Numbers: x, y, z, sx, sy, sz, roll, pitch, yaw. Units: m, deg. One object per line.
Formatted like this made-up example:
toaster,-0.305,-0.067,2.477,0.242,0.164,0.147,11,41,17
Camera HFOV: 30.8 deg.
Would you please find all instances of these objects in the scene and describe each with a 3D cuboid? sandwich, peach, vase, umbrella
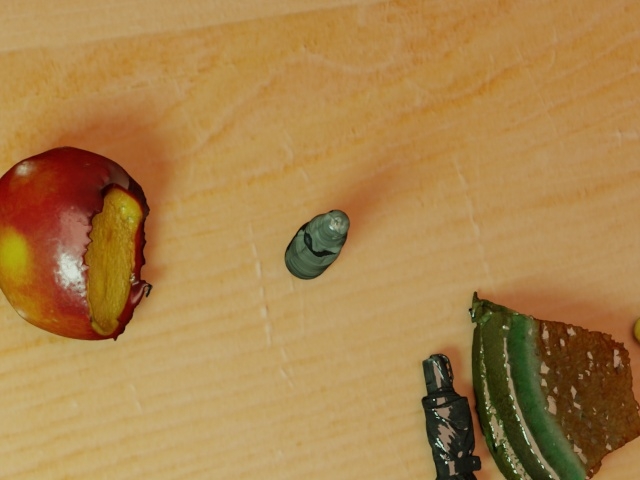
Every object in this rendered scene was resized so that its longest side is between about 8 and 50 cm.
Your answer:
sandwich,0.301,0.205,1.479,0.212,0.109,0.292,4,76,-10
peach,-0.285,0.008,1.368,0.196,0.190,0.226,-30,77,-25
vase,0.000,0.000,1.414,0.059,0.211,0.060,3,76,-11
umbrella,0.162,0.260,1.465,0.066,0.059,0.236,-4,78,-30

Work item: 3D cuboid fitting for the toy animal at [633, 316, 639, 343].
toy animal,0.486,0.109,1.552,0.091,0.082,0.114,38,72,-2
